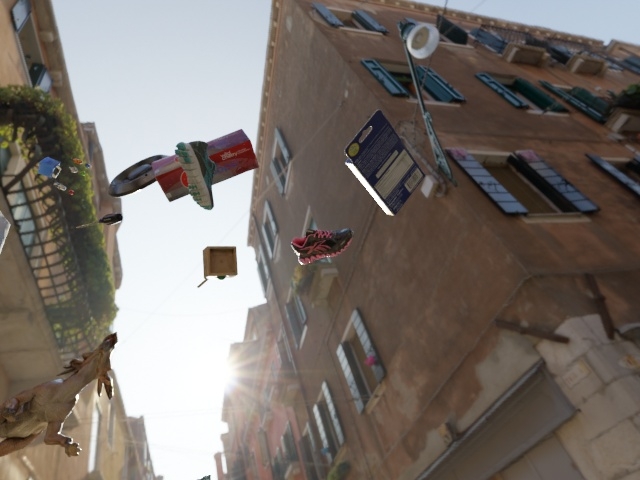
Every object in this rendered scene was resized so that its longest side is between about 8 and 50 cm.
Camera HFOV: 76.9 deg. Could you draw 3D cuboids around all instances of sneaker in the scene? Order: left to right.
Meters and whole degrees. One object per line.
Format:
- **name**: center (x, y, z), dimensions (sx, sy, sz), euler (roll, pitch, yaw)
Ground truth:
- **sneaker**: center (-0.264, -0.150, 0.916), dimensions (0.076, 0.065, 0.166), euler (-37, -52, -41)
- **sneaker**: center (0.000, 0.000, 0.697), dimensions (0.119, 0.047, 0.057), euler (-22, -62, 26)

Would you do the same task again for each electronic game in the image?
- **electronic game**: center (-0.577, -0.210, 1.303), dimensions (0.229, 0.229, 0.048), euler (-24, -57, 1)

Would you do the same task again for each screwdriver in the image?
- **screwdriver**: center (-0.494, -0.042, 0.888), dimensions (0.170, 0.024, 0.025), euler (-3, -51, 28)

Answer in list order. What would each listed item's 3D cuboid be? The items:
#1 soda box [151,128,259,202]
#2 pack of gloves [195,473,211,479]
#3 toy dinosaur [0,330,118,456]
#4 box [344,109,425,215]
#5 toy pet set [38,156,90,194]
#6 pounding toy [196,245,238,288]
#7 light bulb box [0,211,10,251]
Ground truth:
- **soda box**: center (-0.309, -0.205, 1.090), dimensions (0.263, 0.083, 0.092), euler (-25, -46, -12)
- **pack of gloves**: center (-0.295, 0.543, 0.788), dimensions (0.195, 0.046, 0.232), euler (-26, -26, -28)
- **toy dinosaur**: center (-0.503, 0.301, 0.736), dimensions (0.296, 0.200, 0.127), euler (-22, -75, 1)
- **box**: center (0.149, -0.182, 0.955), dimensions (0.136, 0.036, 0.225), euler (-51, -56, -10)
- **toy pet set**: center (-0.859, -0.234, 1.341), dimensions (0.114, 0.122, 0.065), euler (24, -14, -11)
- **pounding toy**: center (-0.382, 0.098, 1.485), dimensions (0.130, 0.141, 0.100), euler (1, -13, -29)
- **light bulb box**: center (-1.031, -0.010, 1.028), dimensions (0.225, 0.361, 0.358), euler (-1, -36, -15)
